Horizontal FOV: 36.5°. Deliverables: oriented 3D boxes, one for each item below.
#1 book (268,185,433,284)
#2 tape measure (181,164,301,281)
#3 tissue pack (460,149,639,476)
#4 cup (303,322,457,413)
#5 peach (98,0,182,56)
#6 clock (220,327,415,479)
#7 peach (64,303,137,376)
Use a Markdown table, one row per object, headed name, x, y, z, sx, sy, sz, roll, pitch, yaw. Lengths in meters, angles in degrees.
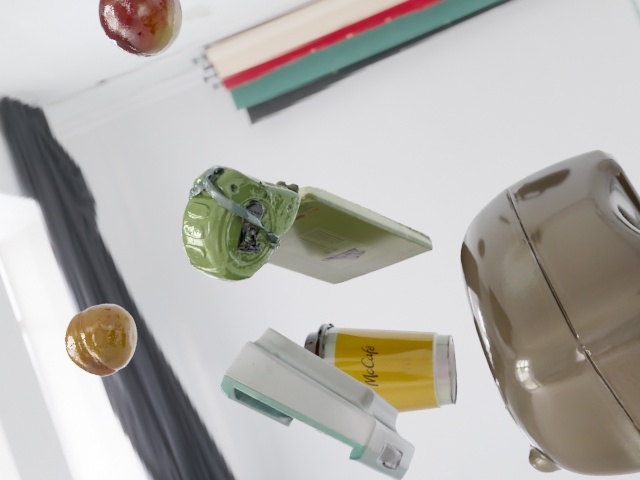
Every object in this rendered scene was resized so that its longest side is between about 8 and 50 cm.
| name | x | y | z | sx | sy | sz | roll | pitch | yaw |
| --- | --- | --- | --- | --- | --- | --- | --- | --- | --- |
| book | 0.000 | 0.000 | 1.663 | 0.239 | 0.035 | 0.352 | -23 | -27 | 34 |
| tape measure | -0.111 | -0.022 | 1.270 | 0.087 | 0.154 | 0.177 | 17 | 0 | 37 |
| tissue pack | 0.318 | 0.088 | 1.178 | 0.276 | 0.267 | 0.387 | -30 | 30 | 13 |
| cup | 0.108 | 0.245 | 1.795 | 0.279 | 0.196 | 0.196 | -4 | -1 | 14 |
| peach | -0.381 | -0.493 | 2.059 | 0.197 | 0.197 | 0.197 | -21 | -5 | -2 |
| clock | 0.013 | 0.235 | 1.381 | 0.231 | 0.116 | 0.262 | 23 | -10 | 24 |
| peach | -0.420 | 0.194 | 1.872 | 0.138 | 0.138 | 0.138 | -21 | -5 | -2 |
